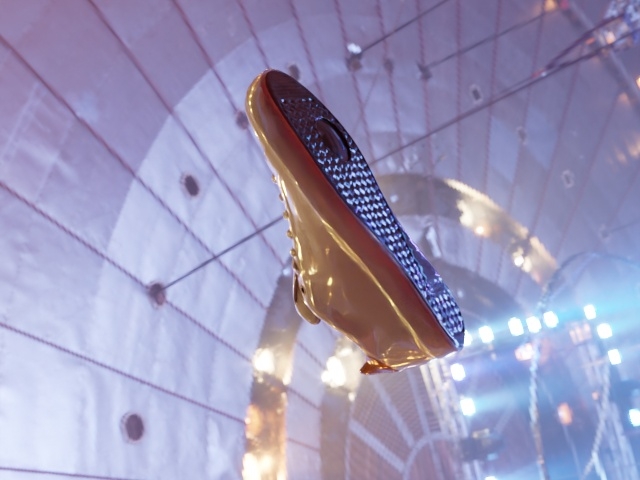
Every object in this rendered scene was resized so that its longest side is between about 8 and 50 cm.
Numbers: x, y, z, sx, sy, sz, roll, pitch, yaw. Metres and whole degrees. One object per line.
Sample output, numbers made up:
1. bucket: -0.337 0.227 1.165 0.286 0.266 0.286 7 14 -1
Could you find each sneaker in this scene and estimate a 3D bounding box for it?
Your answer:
1. sneaker: 0.000 0.000 0.802 0.290 0.123 0.106 57 -154 -12
